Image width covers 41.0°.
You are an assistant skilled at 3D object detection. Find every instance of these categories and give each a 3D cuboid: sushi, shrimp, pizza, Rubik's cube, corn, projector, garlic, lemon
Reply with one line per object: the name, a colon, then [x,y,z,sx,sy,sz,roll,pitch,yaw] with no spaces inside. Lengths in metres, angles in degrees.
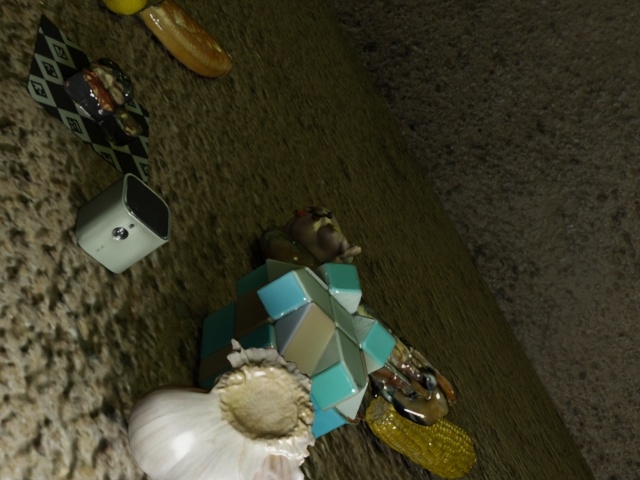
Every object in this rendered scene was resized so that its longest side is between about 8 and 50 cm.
sushi: [-0.314,-0.213,1.254,0.231,0.047,0.220,44,22,-37]
shrimp: [0.053,0.143,1.480,0.446,0.110,0.221,46,3,11]
pizza: [-0.262,-0.396,1.685,0.271,0.056,0.134,13,50,-64]
Rubik's cube: [-0.021,0.153,1.159,0.265,0.213,0.224,50,18,-31]
corn: [0.188,0.355,1.563,0.305,0.106,0.106,40,25,-43]
projector: [-0.244,-0.021,1.065,0.083,0.082,0.083,44,23,-35]
garlic: [-0.092,0.194,0.941,0.207,0.207,0.257,50,12,-23]
lemon: [-0.344,-0.435,1.491,0.082,0.082,0.110,59,18,3]

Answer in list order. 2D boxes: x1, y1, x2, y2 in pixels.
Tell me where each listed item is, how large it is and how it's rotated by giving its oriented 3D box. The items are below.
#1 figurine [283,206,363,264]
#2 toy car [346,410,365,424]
figurine: [0.000,0.000,1.652,0.137,0.112,0.229,33,-3,29]
toy car: [0.034,0.251,1.432,0.059,0.035,0.122,33,31,-48]
